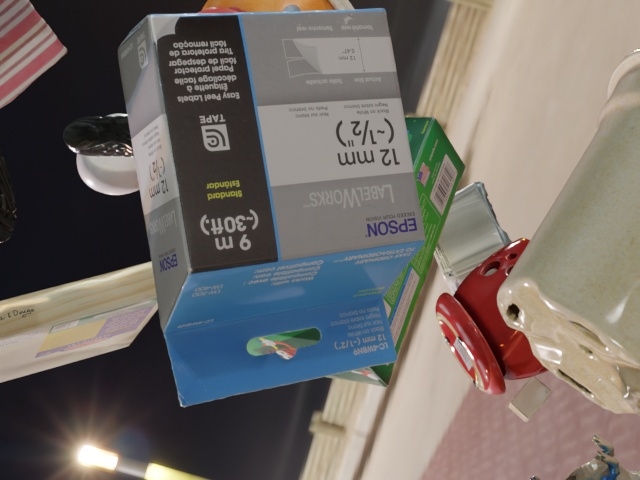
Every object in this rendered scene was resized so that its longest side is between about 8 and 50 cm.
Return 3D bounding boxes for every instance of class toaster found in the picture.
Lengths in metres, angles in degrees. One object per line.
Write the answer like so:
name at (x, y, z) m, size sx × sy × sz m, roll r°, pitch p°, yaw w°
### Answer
toaster at (0.294, 0.006, 2.088) m, size 0.129 × 0.146 × 0.227 m, roll 52°, pitch -165°, yaw -59°

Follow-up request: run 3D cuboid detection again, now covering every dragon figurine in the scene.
dragon figurine at (0.461, 0.401, 1.663) m, size 0.085 × 0.289 × 0.144 m, roll -90°, pitch 21°, yaw -67°

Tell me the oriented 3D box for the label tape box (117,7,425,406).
label tape box at (-0.035, -0.038, 1.012) m, size 0.115 × 0.249 × 0.347 m, roll -21°, pitch 78°, yaw 62°

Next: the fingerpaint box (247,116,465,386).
fingerpaint box at (0.000, 0.000, 1.857) m, size 0.163 × 0.371 × 0.445 m, roll 49°, pitch -125°, yaw -45°

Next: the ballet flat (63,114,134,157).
ballet flat at (-0.221, -0.124, 1.265) m, size 0.049 × 0.173 × 0.057 m, roll -32°, pitch -54°, yaw -75°

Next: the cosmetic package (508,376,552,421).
cosmetic package at (0.335, 0.254, 1.702) m, size 0.060 × 0.041 × 0.115 m, roll -48°, pitch -15°, yaw -5°

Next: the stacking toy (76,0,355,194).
stacking toy at (-0.171, -0.206, 1.650) m, size 0.480 × 0.350 × 0.350 m, roll -39°, pitch -23°, yaw -36°

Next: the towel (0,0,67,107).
towel at (-0.453, -0.284, 1.440) m, size 0.144 × 0.197 × 0.029 m, roll -40°, pitch 39°, yaw -6°

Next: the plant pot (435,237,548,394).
plant pot at (0.272, 0.115, 1.553) m, size 0.191 × 0.174 × 0.191 m, roll 61°, pitch 175°, yaw 10°

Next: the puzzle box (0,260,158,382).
puzzle box at (-0.427, 0.139, 1.443) m, size 0.272 × 0.409 × 0.052 m, roll -44°, pitch 64°, yaw 59°

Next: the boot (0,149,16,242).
boot at (-0.496, -0.076, 1.176) m, size 0.348 × 0.260 × 0.131 m, roll 60°, pitch 180°, yaw 35°

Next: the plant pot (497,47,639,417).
plant pot at (0.366, 0.016, 1.138) m, size 0.305 × 0.334 × 0.334 m, roll -49°, pitch -6°, yaw -13°
